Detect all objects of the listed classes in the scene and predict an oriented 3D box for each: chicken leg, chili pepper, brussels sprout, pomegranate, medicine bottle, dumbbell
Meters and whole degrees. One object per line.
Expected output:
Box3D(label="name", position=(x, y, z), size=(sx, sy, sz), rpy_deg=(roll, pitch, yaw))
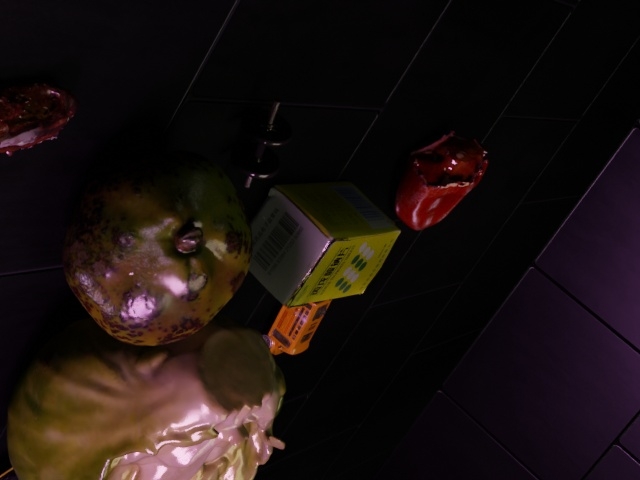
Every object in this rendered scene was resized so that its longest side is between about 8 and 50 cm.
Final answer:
Box3D(label="chicken leg", position=(-0.317, -0.101, 1.032), size=(0.205, 0.053, 0.093), rpy_deg=(-18, 159, -45))
Box3D(label="chili pepper", position=(0.200, -0.081, 1.979), size=(0.253, 0.136, 0.144), rpy_deg=(114, 0, -55))
Box3D(label="brussels sprout", position=(-0.233, 0.224, 1.393), size=(0.371, 0.315, 0.276), rpy_deg=(-41, 153, 25))
Box3D(label="pomegranate", position=(-0.187, 0.025, 1.273), size=(0.222, 0.204, 0.276), rpy_deg=(-39, 158, -25))
Box3D(label="medicine bottle", position=(0.000, 0.000, 1.684), size=(0.137, 0.141, 0.250), rpy_deg=(-53, 158, 22))
Box3D(label="dumbbell", position=(-0.077, -0.126, 1.411), size=(0.069, 0.069, 0.147), rpy_deg=(-27, 150, -43))

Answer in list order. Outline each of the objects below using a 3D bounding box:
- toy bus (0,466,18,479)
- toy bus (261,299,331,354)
Box3D(label="toy bus", position=(-0.441, 0.410, 1.516), size=(0.331, 0.145, 0.151), rpy_deg=(-33, 178, -33))
Box3D(label="toy bus", position=(-0.044, 0.147, 1.933), size=(0.069, 0.074, 0.162), rpy_deg=(-21, 145, -52))
